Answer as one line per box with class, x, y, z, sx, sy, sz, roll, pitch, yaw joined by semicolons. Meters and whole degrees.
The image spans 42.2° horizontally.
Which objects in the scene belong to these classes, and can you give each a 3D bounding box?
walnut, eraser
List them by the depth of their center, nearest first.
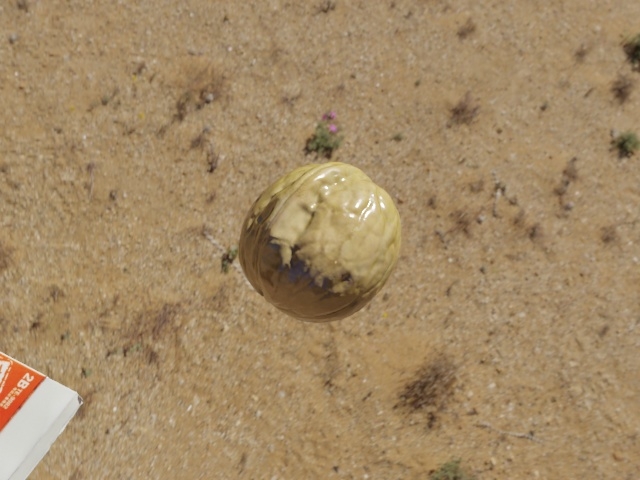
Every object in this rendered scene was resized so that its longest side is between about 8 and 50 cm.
walnut;0.000;0.000;1.122;0.228;0.228;0.227;7;64;-15
eraser;-0.472;0.234;1.158;0.230;0.038;0.157;22;57;19
